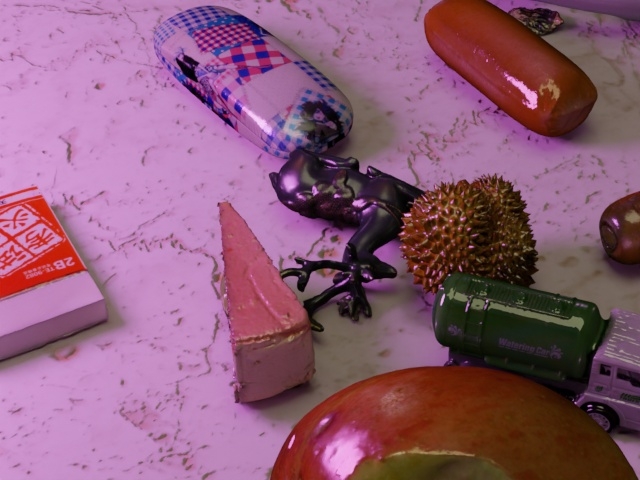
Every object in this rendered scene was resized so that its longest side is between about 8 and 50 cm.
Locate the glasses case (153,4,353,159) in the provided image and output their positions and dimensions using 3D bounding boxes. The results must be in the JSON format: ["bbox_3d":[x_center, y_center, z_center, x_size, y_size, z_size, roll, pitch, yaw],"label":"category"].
[{"bbox_3d":[-0.088,-0.205,2.107,0.125,0.076,0.327,-27,48,-26],"label":"glasses case"}]

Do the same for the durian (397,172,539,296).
[{"bbox_3d":[0.163,0.003,1.822,0.158,0.137,0.168,-3,64,-15],"label":"durian"}]

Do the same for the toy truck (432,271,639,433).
[{"bbox_3d":[0.234,0.108,1.710,0.242,0.125,0.101,14,44,17],"label":"toy truck"}]

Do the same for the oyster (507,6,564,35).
[{"bbox_3d":[0.286,-0.298,2.228,0.083,0.019,0.054,17,46,21],"label":"oyster"}]

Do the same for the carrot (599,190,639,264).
[{"bbox_3d":[0.407,-0.030,1.881,0.193,0.087,0.087,-19,44,-19],"label":"carrot"}]

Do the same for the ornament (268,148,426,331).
[{"bbox_3d":[0.000,0.000,1.875,0.202,0.080,0.236,17,46,16],"label":"ornament"}]

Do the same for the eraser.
[{"bbox_3d":[-0.354,0.036,1.889,0.157,0.038,0.230,-20,44,-18],"label":"eraser"}]

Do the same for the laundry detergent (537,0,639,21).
[{"bbox_3d":[0.429,-0.374,2.232,0.397,0.125,0.264,23,47,23],"label":"laundry detergent"}]

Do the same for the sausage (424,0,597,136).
[{"bbox_3d":[0.233,-0.224,2.092,0.105,0.105,0.274,-26,47,-23],"label":"sausage"}]

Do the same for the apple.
[{"bbox_3d":[0.117,0.264,1.396,0.339,0.340,0.340,-2,42,2],"label":"apple"}]

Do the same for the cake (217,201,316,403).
[{"bbox_3d":[-0.063,0.064,1.786,0.090,0.109,0.225,-9,43,-3],"label":"cake"}]
